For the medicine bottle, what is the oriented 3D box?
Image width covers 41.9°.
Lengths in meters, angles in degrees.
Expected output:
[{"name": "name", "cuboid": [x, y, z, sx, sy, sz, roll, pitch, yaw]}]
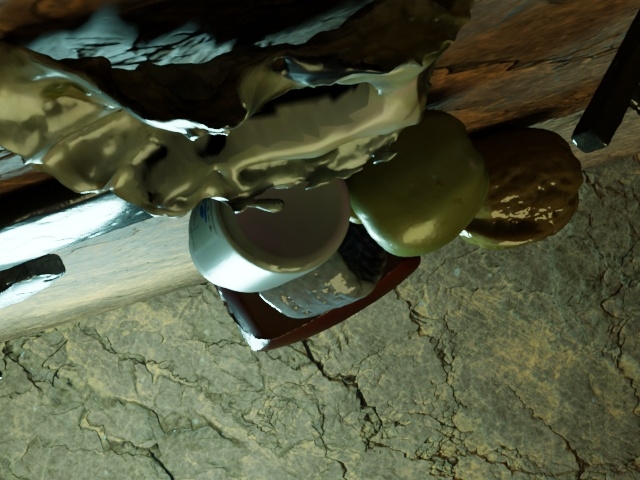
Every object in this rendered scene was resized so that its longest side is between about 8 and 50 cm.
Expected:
[{"name": "medicine bottle", "cuboid": [-0.082, -0.019, 1.094, 0.170, 0.170, 0.293, -15, 174, -20]}]

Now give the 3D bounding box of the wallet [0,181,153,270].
[{"name": "wallet", "cuboid": [-0.333, -0.017, 0.971, 0.377, 0.051, 0.197, -18, 173, 5]}]

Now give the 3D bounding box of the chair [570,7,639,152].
[{"name": "chair", "cuboid": [0.411, -0.209, 0.679, 0.240, 0.416, 0.203, 31, 158, -14]}]

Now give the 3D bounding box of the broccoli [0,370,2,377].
[{"name": "broccoli", "cuboid": [-0.712, 0.228, 1.415, 0.288, 0.248, 0.245, -23, 170, 5]}]

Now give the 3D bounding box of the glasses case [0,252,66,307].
[{"name": "glasses case", "cuboid": [-0.518, 0.076, 1.319, 0.282, 0.067, 0.109, -18, 178, 31]}]

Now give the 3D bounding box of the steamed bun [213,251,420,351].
[{"name": "steamed bun", "cuboid": [-0.004, 0.047, 1.611, 0.379, 0.235, 0.248, -31, 172, 8]}]

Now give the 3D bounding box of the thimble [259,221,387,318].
[{"name": "thimble", "cuboid": [0.000, 0.000, 1.350, 0.157, 0.217, 0.245, -18, -161, 27]}]

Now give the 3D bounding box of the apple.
[{"name": "apple", "cuboid": [0.115, -0.073, 1.074, 0.200, 0.200, 0.200, -17, 176, -1]}]

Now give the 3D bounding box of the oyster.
[{"name": "oyster", "cuboid": [-0.048, -0.105, 0.607, 0.351, 0.115, 0.238, -21, 167, -1]}]

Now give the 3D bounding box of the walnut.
[{"name": "walnut", "cuboid": [0.333, -0.095, 1.501, 0.257, 0.257, 0.224, -17, 144, -3]}]
